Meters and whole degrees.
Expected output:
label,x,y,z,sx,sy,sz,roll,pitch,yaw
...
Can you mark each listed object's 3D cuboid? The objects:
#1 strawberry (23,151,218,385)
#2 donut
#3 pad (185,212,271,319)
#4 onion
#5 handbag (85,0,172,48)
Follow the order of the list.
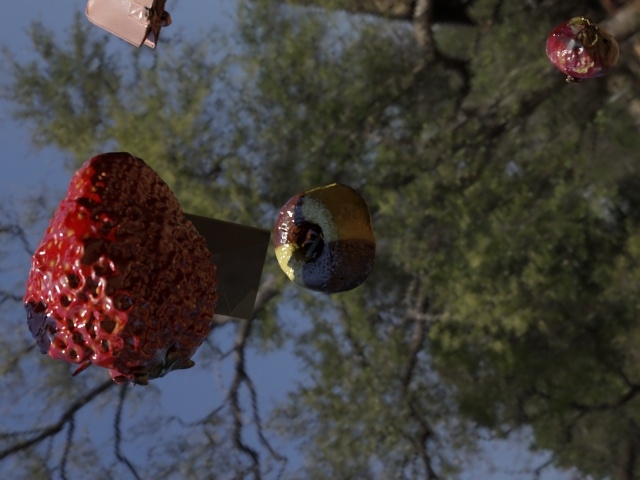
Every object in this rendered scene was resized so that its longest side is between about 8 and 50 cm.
label,x,y,z,sx,sy,sz,roll,pitch,yaw
strawberry,-0.250,0.040,1.483,0.261,0.258,0.261,22,-164,-7
donut,0.000,0.000,1.679,0.073,0.184,0.166,-4,-83,-38
pad,-0.205,0.041,1.977,0.243,0.164,0.004,12,-178,-32
onion,0.378,-0.274,1.675,0.107,0.097,0.107,12,-152,-7
handbag,-0.296,-0.437,1.892,0.157,0.213,0.059,30,-160,33
